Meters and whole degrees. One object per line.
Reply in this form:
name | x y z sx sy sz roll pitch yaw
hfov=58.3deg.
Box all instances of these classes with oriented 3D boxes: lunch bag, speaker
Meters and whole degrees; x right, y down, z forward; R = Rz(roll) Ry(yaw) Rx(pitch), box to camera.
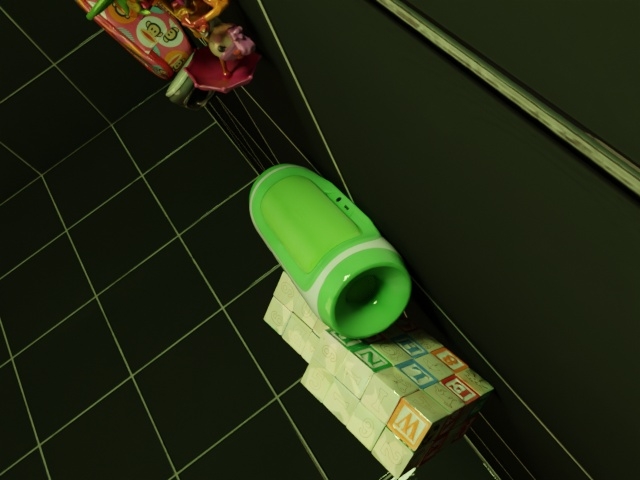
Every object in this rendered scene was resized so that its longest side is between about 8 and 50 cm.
lunch bag | -0.426 -0.501 1.303 0.293 0.120 0.258 41 180 -20
speaker | 0.000 0.000 0.773 0.131 0.131 0.296 56 176 -39

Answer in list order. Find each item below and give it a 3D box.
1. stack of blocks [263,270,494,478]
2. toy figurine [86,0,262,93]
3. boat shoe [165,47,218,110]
stack of blocks | 0.058 0.152 0.769 0.297 0.087 0.171 38 -155 32
toy figurine | -0.121 -0.223 0.577 0.159 0.130 0.173 40 159 -29
boat shoe | -0.244 -0.320 1.174 0.095 0.112 0.335 36 -171 -20
